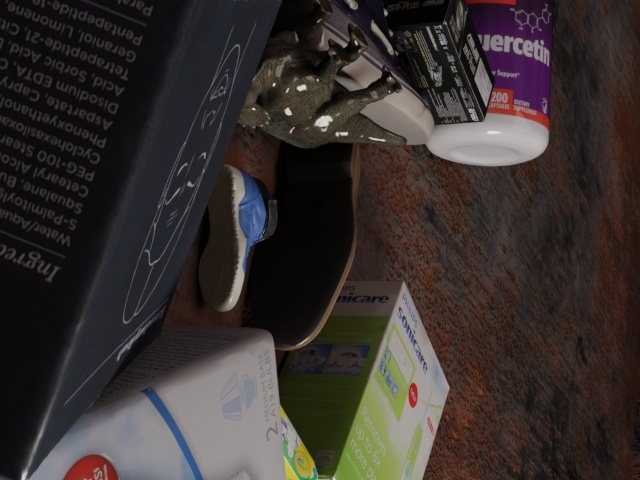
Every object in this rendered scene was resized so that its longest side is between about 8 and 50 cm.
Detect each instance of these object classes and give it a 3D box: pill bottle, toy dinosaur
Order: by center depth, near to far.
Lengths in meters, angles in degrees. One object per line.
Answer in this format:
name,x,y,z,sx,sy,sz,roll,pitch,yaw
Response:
toy dinosaur,-0.018,-0.158,1.309,0.313,0.160,0.121,15,47,-59
pill bottle,0.247,-0.281,1.807,0.181,0.182,0.322,23,68,-61

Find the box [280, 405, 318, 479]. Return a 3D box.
box,-0.078,0.200,1.229,0.179,0.105,0.043,62,31,-41

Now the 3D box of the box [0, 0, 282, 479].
box,-0.160,-0.113,0.726,0.293,0.212,0.395,-61,172,-78

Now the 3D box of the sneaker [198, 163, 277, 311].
sneaker,-0.080,0.002,1.285,0.085,0.058,0.152,17,67,-53

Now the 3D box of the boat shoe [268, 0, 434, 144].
boat shoe,0.054,-0.239,1.480,0.340,0.127,0.158,33,67,-57

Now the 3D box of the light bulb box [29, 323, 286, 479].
light bulb box,-0.197,0.266,0.864,0.361,0.225,0.357,-22,109,-62

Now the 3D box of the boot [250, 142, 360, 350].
boot,0.000,0.000,1.405,0.115,0.112,0.305,67,31,-55

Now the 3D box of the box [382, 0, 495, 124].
box,0.129,-0.237,1.610,0.180,0.147,0.077,59,39,-43

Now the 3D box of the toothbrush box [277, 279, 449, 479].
toothbrush box,0.038,0.216,1.442,0.206,0.122,0.283,65,34,-38
